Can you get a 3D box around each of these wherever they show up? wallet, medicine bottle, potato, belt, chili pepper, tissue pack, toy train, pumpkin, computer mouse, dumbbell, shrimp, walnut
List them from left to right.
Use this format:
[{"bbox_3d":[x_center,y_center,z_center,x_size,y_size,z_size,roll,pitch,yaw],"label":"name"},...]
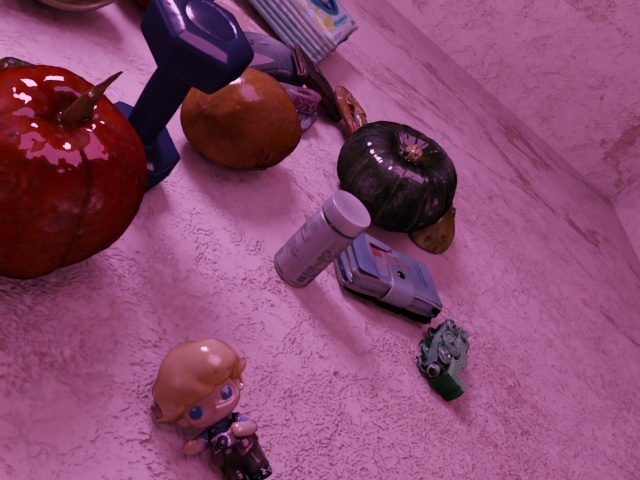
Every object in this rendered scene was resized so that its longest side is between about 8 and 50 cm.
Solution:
[{"bbox_3d":[-0.243,-0.216,0.919,0.144,0.325,0.160,-9,63,-47],"label":"dumbbell"},{"bbox_3d":[-0.138,-0.233,1.190,0.297,0.203,0.203,-3,55,-55],"label":"walnut"},{"bbox_3d":[-0.170,-0.472,1.536,0.379,0.090,0.167,-3,54,-48],"label":"computer mouse"},{"bbox_3d":[-0.108,-0.365,1.481,0.231,0.053,0.071,10,38,-28],"label":"belt"},{"bbox_3d":[-0.079,-0.732,1.837,0.388,0.162,0.287,48,32,-12],"label":"tissue pack"},{"bbox_3d":[-0.042,-0.307,1.534,0.050,0.041,0.153,11,29,12],"label":"chili pepper"},{"bbox_3d":[-0.010,-0.420,1.621,0.230,0.042,0.124,36,33,-55],"label":"wallet"},{"bbox_3d":[0.000,0.000,1.086,0.086,0.183,0.086,31,33,-23],"label":"medicine bottle"},{"bbox_3d":[0.095,-0.306,1.641,0.145,0.061,0.267,24,51,-65],"label":"shrimp"},{"bbox_3d":[0.139,0.070,1.278,0.250,0.075,0.176,25,30,-30],"label":"wallet"},{"bbox_3d":[0.183,-0.161,1.451,0.300,0.207,0.300,12,45,-13],"label":"pumpkin"},{"bbox_3d":[0.299,-0.093,1.617,0.160,0.111,0.272,25,36,-26],"label":"potato"},{"bbox_3d":[0.259,0.233,1.229,0.105,0.071,0.178,50,32,-6],"label":"toy train"}]

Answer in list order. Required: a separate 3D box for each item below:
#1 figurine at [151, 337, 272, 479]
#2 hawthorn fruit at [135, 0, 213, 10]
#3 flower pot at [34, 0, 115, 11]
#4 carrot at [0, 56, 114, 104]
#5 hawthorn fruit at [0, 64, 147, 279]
[{"bbox_3d":[-0.135,0.220,0.764,0.196,0.114,0.108,65,11,11],"label":"figurine"},{"bbox_3d":[-0.329,-0.627,1.370,0.284,0.284,0.369,5,58,-47],"label":"hawthorn fruit"},{"bbox_3d":[-0.499,-0.614,1.132,0.244,0.308,0.307,43,28,26],"label":"flower pot"},{"bbox_3d":[-0.395,-0.213,0.896,0.260,0.070,0.070,28,23,27],"label":"carrot"},{"bbox_3d":[-0.342,-0.081,0.727,0.258,0.261,0.259,4,80,-21],"label":"hawthorn fruit"}]
